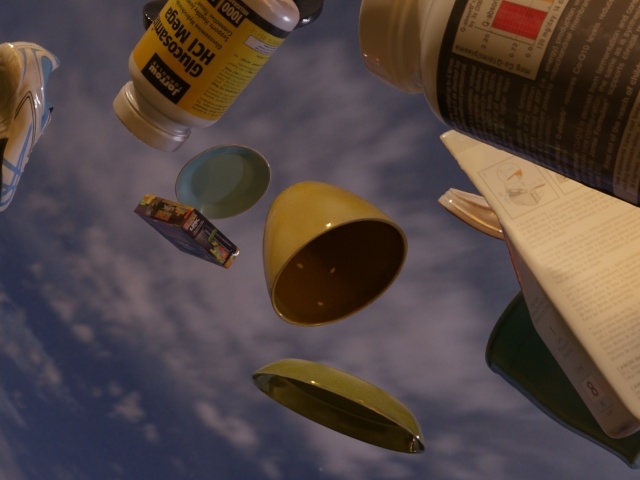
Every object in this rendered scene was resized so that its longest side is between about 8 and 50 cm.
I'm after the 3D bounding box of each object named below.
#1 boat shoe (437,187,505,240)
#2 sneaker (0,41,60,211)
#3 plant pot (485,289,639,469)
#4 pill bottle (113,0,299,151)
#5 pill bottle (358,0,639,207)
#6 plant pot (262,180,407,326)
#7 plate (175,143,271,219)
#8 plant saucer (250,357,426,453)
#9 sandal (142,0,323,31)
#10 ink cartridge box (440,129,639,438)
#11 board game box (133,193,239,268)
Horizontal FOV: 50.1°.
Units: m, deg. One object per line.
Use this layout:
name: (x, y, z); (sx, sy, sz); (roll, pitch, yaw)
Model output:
boat shoe: (0.327, -0.048, 1.131); (0.276, 0.098, 0.096); (17, -69, -18)
sneaker: (-0.391, -0.138, 0.883); (0.085, 0.086, 0.237); (37, -64, 28)
plant pot: (0.436, 0.187, 1.030); (0.255, 0.271, 0.272); (49, -38, 39)
pill bottle: (-0.206, -0.319, 1.178); (0.188, 0.188, 0.334); (46, -68, 5)
pill bottle: (0.173, -0.134, 0.489); (0.278, 0.162, 0.162); (31, -47, 31)
plant pot: (0.000, 0.000, 0.637); (0.095, 0.134, 0.134); (59, -34, 39)
plate: (-0.188, -0.115, 1.319); (0.188, 0.188, 0.024); (108, -32, -40)
plant saucer: (0.026, 0.209, 0.882); (0.240, 0.037, 0.241); (20, -24, 9)
sandal: (-0.157, -0.506, 1.436); (0.167, 0.445, 0.107); (43, -41, 27)
ink cartridge box: (0.359, -0.015, 0.799); (0.385, 0.308, 0.091); (61, -12, 25)
board game box: (-0.254, -0.018, 1.297); (0.170, 0.048, 0.141); (16, -22, 45)
